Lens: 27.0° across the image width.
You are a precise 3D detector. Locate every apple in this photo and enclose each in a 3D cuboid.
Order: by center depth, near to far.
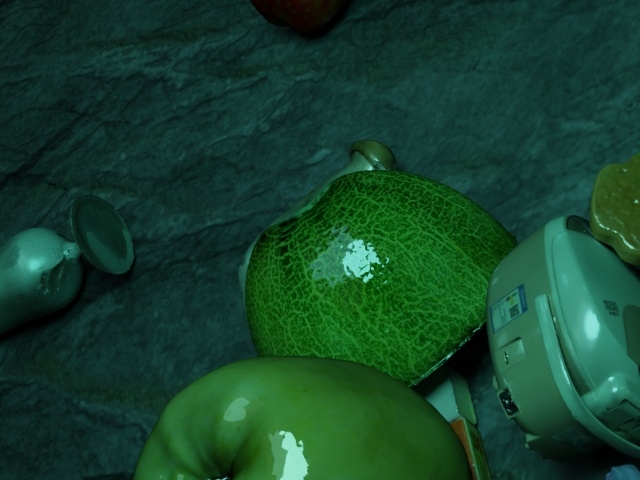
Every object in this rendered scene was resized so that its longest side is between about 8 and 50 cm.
[{"bbox_3d":[-0.017,0.210,1.031,0.262,0.262,0.262,-21,51,28],"label":"apple"}]

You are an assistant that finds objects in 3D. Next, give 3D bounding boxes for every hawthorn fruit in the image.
[{"bbox_3d":[-0.025,-0.305,1.508,0.133,0.133,0.138,4,76,41],"label":"hawthorn fruit"}]

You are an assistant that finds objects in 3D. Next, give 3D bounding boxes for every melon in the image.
[{"bbox_3d":[0.032,0.045,1.168,0.265,0.169,0.129,-38,12,12],"label":"melon"}]

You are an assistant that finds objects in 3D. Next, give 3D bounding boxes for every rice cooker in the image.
[{"bbox_3d":[0.206,0.079,1.054,0.127,0.145,0.206,-32,43,35],"label":"rice cooker"}]

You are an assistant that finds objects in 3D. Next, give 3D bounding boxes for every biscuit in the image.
[{"bbox_3d":[0.329,-0.017,1.030,0.236,0.040,0.144,5,57,12],"label":"biscuit"}]

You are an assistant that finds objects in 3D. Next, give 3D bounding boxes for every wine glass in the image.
[{"bbox_3d":[-0.334,0.041,1.549,0.231,0.103,0.103,-29,47,26],"label":"wine glass"}]

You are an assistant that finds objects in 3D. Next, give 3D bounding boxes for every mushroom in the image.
[{"bbox_3d":[0.000,0.000,1.320,0.225,0.093,0.116,-50,16,-21],"label":"mushroom"}]

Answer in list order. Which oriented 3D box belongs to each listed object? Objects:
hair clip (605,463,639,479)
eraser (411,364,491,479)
[{"bbox_3d":[0.258,0.212,0.957,0.278,0.090,0.137,-29,45,21],"label":"hair clip"},{"bbox_3d":[0.074,0.235,1.131,0.157,0.038,0.230,-29,49,22],"label":"eraser"}]
